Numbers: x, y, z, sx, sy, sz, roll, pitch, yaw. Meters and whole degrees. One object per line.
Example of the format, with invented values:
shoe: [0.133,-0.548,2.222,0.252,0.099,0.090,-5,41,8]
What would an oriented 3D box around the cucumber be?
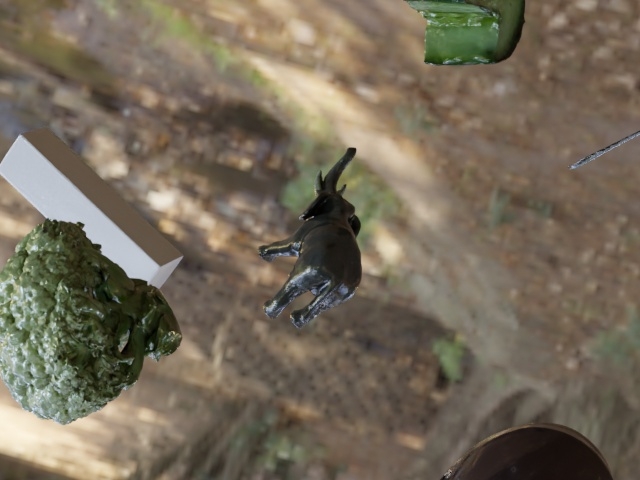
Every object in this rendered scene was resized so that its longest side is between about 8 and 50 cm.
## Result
cucumber: [0.183,-0.333,1.997,0.130,0.191,0.191,-3,163,23]

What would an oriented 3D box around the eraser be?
eraser: [-0.347,-0.042,2.324,0.298,0.078,0.076,42,-155,9]

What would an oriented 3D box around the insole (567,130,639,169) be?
insole: [0.375,-0.138,1.423,0.322,0.007,0.109,-27,177,10]

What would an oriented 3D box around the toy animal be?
toy animal: [-0.007,0.003,1.926,0.137,0.269,0.082,-36,121,29]

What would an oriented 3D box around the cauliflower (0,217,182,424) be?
cauliflower: [-0.292,0.099,1.956,0.250,0.275,0.272,3,165,-18]

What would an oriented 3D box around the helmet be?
helmet: [0.274,0.370,2.054,0.225,0.305,0.177,42,154,1]
